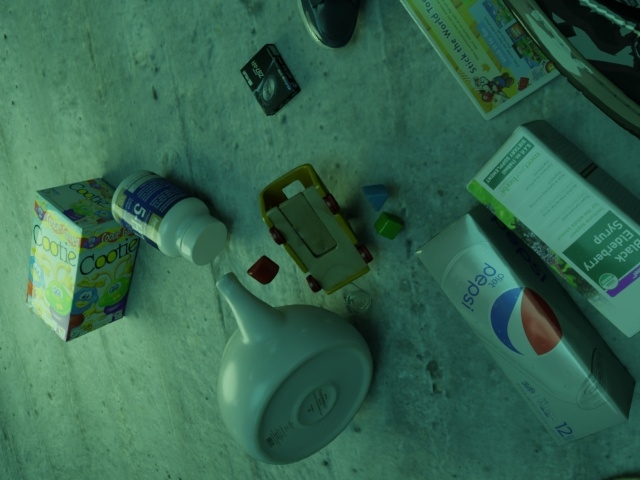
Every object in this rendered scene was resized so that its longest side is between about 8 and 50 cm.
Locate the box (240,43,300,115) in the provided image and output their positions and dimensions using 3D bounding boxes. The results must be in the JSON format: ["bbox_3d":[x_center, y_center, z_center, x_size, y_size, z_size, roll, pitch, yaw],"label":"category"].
[{"bbox_3d":[-0.076,-0.239,0.856,0.067,0.018,0.083,-32,86,36],"label":"box"}]

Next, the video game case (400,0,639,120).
[{"bbox_3d":[0.203,-0.277,0.617,0.206,0.026,0.227,-32,100,37],"label":"video game case"}]

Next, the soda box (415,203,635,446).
[{"bbox_3d":[0.247,0.092,0.692,0.091,0.098,0.286,-41,80,36],"label":"soda box"}]

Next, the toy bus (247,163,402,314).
[{"bbox_3d":[-0.001,-0.011,0.823,0.191,0.104,0.202,9,119,-16],"label":"toy bus"}]

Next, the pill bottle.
[{"bbox_3d":[-0.257,-0.036,0.987,0.187,0.112,0.111,29,119,24],"label":"pill bottle"}]

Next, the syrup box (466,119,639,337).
[{"bbox_3d":[0.289,-0.020,0.628,0.237,0.096,0.093,47,125,15],"label":"syrup box"}]

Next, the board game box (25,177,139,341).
[{"bbox_3d":[-0.473,0.037,1.139,0.144,0.142,0.275,34,121,21],"label":"board game box"}]

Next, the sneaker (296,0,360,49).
[{"bbox_3d":[0.024,-0.337,0.664,0.163,0.086,0.226,-123,29,-66],"label":"sneaker"}]

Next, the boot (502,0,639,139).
[{"bbox_3d":[0.372,-0.204,0.475,0.377,0.138,0.284,42,124,6],"label":"boot"}]

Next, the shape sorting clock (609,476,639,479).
[{"bbox_3d":[0.422,0.385,0.700,0.206,0.040,0.206,15,115,33],"label":"shape sorting clock"}]

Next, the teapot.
[{"bbox_3d":[-0.057,0.195,0.868,0.187,0.253,0.255,35,109,43],"label":"teapot"}]
